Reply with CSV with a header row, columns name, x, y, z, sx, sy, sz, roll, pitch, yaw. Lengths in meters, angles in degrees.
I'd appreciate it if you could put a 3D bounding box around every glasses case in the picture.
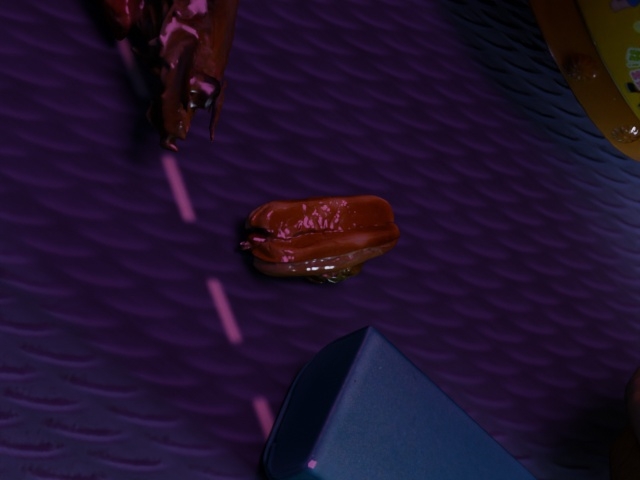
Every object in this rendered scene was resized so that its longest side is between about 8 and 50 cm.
name,x,y,z,sx,sy,sz,roll,pitch,yaw
glasses case,0.095,0.195,0.965,0.301,0.070,0.117,45,48,-19

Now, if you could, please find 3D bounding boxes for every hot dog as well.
name,x,y,z,sx,sy,sz,roll,pitch,yaw
hot dog,0.000,0.000,1.011,0.133,0.041,0.056,-6,71,-40

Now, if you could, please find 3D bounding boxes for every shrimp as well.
name,x,y,z,sx,sy,sz,roll,pitch,yaw
shrimp,-0.111,-0.185,0.987,0.152,0.063,0.287,27,46,-30

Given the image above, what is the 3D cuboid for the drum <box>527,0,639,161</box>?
name,x,y,z,sx,sy,sz,roll,pitch,yaw
drum,0.331,-0.285,1.323,0.431,0.214,0.431,33,49,-49

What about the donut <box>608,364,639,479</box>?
name,x,y,z,sx,sy,sz,roll,pitch,yaw
donut,0.398,0.230,1.063,0.449,0.198,0.449,34,16,-11
